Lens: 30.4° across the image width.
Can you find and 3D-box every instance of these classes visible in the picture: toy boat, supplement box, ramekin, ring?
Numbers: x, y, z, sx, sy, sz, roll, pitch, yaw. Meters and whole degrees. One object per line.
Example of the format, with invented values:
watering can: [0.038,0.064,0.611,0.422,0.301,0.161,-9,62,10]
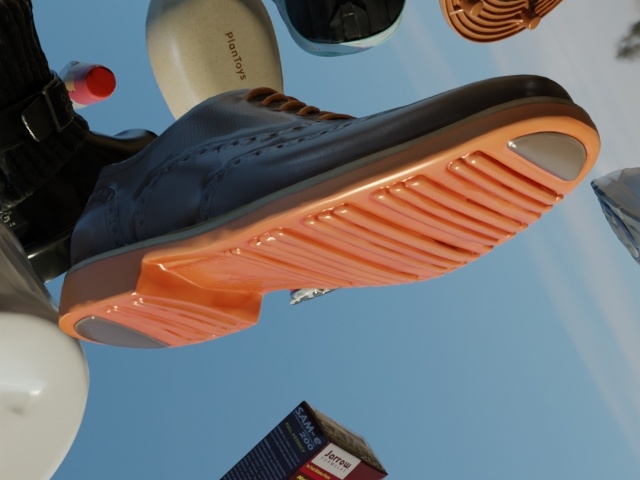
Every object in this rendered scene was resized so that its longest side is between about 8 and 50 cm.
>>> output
toy boat: [-0.211,-0.247,1.629,0.318,0.148,0.267,-18,-77,-26]
supplement box: [-0.054,0.305,1.347,0.130,0.239,0.073,38,-170,-45]
ramekin: [-0.303,0.113,0.849,0.135,0.277,0.277,40,-173,35]
ring: [0.265,-0.363,1.330,0.032,0.336,0.336,43,-167,27]

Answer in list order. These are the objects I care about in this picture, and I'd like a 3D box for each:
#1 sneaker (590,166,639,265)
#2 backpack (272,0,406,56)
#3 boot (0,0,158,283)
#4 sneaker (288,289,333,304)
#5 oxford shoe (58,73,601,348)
sneaker: [0.389,-0.033,1.258,0.111,0.129,0.297,55,179,-16]
backpack: [0.020,-0.315,1.419,0.144,0.166,0.188,109,147,-79]
boot: [-0.272,-0.123,1.181,0.260,0.131,0.348,63,-161,-11]
sneaker: [0.000,0.000,1.618,0.118,0.107,0.279,64,-162,-13]
oxford shoe: [-0.019,-0.039,0.662,0.130,0.364,0.132,25,-123,-47]
